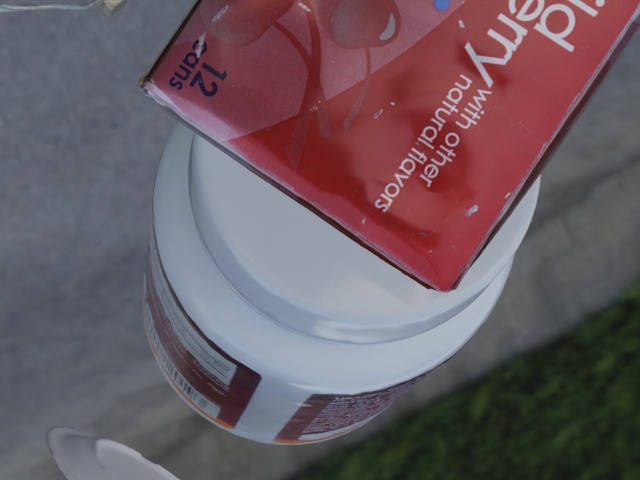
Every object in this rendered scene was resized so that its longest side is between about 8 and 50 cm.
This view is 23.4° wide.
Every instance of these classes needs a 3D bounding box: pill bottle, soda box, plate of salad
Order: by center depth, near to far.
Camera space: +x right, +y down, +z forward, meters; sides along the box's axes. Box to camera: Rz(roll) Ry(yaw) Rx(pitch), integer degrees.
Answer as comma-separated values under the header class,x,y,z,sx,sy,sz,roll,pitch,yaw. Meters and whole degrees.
class,x,y,z,sx,sy,sz,roll,pitch,yaw
soda box,0.069,-0.118,0.387,0.263,0.092,0.083,-56,176,4
pill bottle,0.000,0.000,1.002,0.224,0.224,0.392,-13,168,-12
plate of salad,-0.104,0.192,1.005,0.048,0.200,0.200,-52,155,2

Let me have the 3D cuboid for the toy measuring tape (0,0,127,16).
class,x,y,z,sx,sy,sz,roll,pitch,yaw
toy measuring tape,-0.285,-0.194,0.957,0.330,0.121,0.121,-2,157,-12
